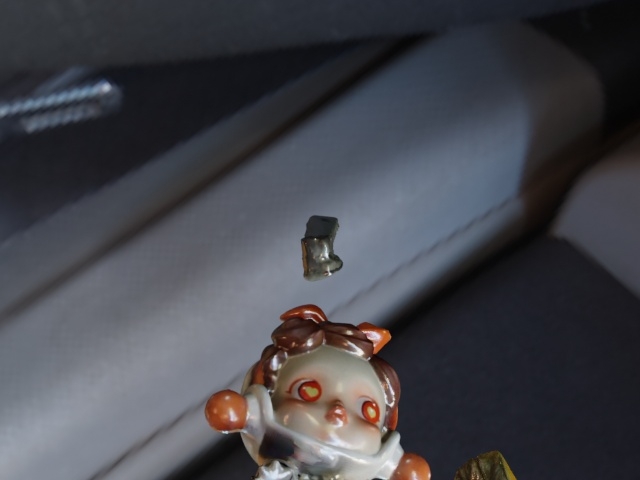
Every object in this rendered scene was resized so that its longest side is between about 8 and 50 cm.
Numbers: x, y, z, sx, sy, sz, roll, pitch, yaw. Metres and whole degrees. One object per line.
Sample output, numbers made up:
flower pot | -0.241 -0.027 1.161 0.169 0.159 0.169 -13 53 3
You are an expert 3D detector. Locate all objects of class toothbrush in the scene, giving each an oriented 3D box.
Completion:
toothbrush | 0.000 0.000 1.309 0.297 0.030 0.031 -86 -17 -85

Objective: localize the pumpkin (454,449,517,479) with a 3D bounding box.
pumpkin | 0.165 0.320 1.449 0.248 0.126 0.131 49 123 3

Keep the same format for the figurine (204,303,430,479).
figurine | 0.000 0.152 1.310 0.183 0.226 0.160 12 147 7
